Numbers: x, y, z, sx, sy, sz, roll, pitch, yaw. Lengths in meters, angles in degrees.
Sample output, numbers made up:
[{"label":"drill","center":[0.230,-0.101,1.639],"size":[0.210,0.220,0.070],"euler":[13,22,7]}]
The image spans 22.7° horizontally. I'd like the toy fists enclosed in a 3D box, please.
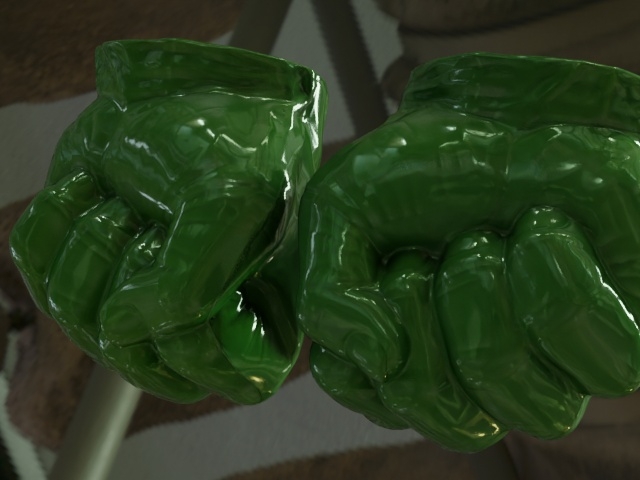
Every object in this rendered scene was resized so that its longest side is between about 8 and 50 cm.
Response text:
[{"label":"toy fists","center":[0.000,0.000,0.617],"size":[0.279,0.096,0.142],"euler":[6,-100,28]}]
